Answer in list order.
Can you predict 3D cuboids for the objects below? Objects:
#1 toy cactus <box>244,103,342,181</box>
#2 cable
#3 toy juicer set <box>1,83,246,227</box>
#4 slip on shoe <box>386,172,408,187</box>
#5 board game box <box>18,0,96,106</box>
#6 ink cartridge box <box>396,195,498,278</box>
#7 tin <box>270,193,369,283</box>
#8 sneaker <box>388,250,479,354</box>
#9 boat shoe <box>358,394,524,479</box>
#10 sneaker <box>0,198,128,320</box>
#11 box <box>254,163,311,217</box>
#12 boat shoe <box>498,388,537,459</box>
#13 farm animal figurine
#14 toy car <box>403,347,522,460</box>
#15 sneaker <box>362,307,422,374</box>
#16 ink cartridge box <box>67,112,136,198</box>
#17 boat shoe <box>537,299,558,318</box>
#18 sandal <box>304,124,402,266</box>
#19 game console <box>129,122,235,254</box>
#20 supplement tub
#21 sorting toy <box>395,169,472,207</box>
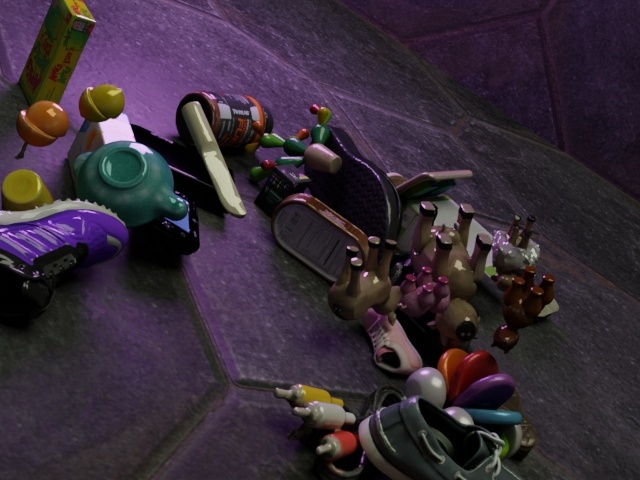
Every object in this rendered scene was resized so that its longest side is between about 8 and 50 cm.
[{"bbox_3d":[-0.034,-0.181,1.787,0.180,0.112,0.219,27,50,37],"label":"toy cactus"},{"bbox_3d":[0.060,0.245,1.253,0.287,0.072,0.139,1,44,-49],"label":"cable"},{"bbox_3d":[-0.270,-0.115,1.314,0.328,0.089,0.209,1,65,-8],"label":"toy juicer set"},{"bbox_3d":[0.181,-0.113,2.092,0.135,0.051,0.041,18,25,-46],"label":"slip on shoe"},{"bbox_3d":[-0.438,-0.311,1.556,0.043,0.181,0.092,10,33,-41],"label":"board game box"},{"bbox_3d":[0.279,0.028,1.891,0.255,0.097,0.188,45,27,21],"label":"ink cartridge box"},{"bbox_3d":[0.000,0.000,1.599,0.189,0.106,0.040,35,32,7],"label":"tin"},{"bbox_3d":[0.178,0.105,1.625,0.135,0.098,0.276,21,25,-25],"label":"sneaker"},{"bbox_3d":[0.196,0.298,1.243,0.319,0.099,0.116,33,28,-26],"label":"boat shoe"},{"bbox_3d":[-0.350,0.034,1.143,0.293,0.102,0.146,-2,48,-46],"label":"sneaker"},{"bbox_3d":[-0.069,-0.090,1.705,0.052,0.083,0.062,41,25,19],"label":"box"},{"bbox_3d":[0.295,0.280,1.498,0.056,0.049,0.152,4,37,-14],"label":"boat shoe"},{"bbox_3d":[0.184,0.071,1.478,0.330,0.172,0.327,11,31,2],"label":"farm animal figurine"},{"bbox_3d":[0.228,0.236,1.391,0.159,0.136,0.182,12,31,-38],"label":"toy car"},{"bbox_3d":[0.101,0.158,1.487,0.070,0.051,0.134,6,40,-54],"label":"sneaker"},{"bbox_3d":[-0.324,-0.113,1.418,0.061,0.104,0.181,16,29,-33],"label":"ink cartridge box"},{"bbox_3d":[0.442,0.142,1.941,0.133,0.042,0.049,1,59,-49],"label":"boat shoe"},{"bbox_3d":[0.081,-0.085,1.766,0.107,0.168,0.446,13,29,-24],"label":"sandal"},{"bbox_3d":[-0.230,-0.076,1.508,0.213,0.044,0.361,24,21,-19],"label":"game console"},{"bbox_3d":[-0.177,-0.231,1.813,0.106,0.106,0.198,45,28,25],"label":"supplement tub"},{"bbox_3d":[0.186,-0.093,1.914,0.193,0.208,0.038,-10,79,-56],"label":"sorting toy"}]
